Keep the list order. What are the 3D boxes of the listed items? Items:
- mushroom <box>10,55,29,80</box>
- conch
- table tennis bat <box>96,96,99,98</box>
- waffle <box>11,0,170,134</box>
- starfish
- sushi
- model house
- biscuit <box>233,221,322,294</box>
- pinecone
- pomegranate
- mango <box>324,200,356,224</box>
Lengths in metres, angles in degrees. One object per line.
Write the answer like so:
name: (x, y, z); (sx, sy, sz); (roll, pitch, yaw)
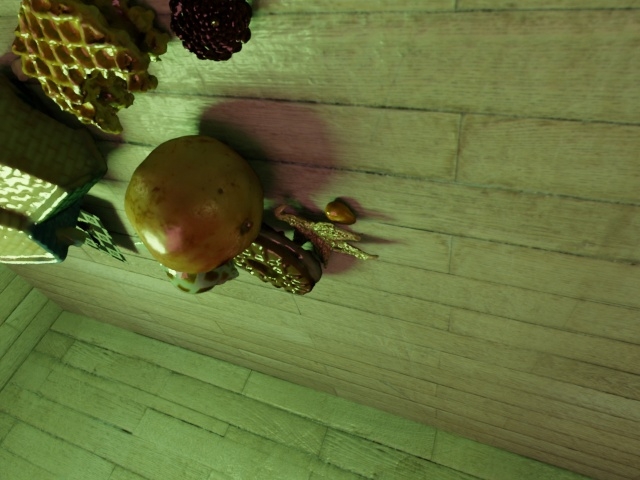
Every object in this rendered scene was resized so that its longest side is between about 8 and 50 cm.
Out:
mushroom: (-0.712, -0.428, 1.043); (0.201, 0.054, 0.059); (9, 108, 34)
conch: (-0.439, 0.060, 1.449); (0.249, 0.197, 0.368); (47, 171, 41)
table tennis bat: (-0.609, -0.381, 1.080); (0.220, 0.019, 0.130); (14, 145, 18)
waffle: (-0.472, -0.379, 0.876); (0.261, 0.151, 0.324); (40, 140, -27)
starfish: (0.002, -0.004, 1.191); (0.298, 0.060, 0.302); (26, 158, -5)
sushi: (-0.936, -0.077, 1.686); (0.342, 0.064, 0.359); (23, 149, 9)
model house: (-0.850, -0.183, 1.257); (0.445, 0.396, 0.399); (-31, 137, 33)
biscuit: (-0.147, 0.055, 1.289); (0.331, 0.103, 0.332); (24, 157, 11)
pinecone: (-0.186, -0.377, 0.720); (0.140, 0.140, 0.120); (46, 174, -30)
pomegranate: (-0.309, -0.086, 1.047); (0.341, 0.343, 0.343); (17, 147, 11)
mango: (0.052, -0.066, 1.082); (0.089, 0.046, 0.060); (28, 147, -14)
